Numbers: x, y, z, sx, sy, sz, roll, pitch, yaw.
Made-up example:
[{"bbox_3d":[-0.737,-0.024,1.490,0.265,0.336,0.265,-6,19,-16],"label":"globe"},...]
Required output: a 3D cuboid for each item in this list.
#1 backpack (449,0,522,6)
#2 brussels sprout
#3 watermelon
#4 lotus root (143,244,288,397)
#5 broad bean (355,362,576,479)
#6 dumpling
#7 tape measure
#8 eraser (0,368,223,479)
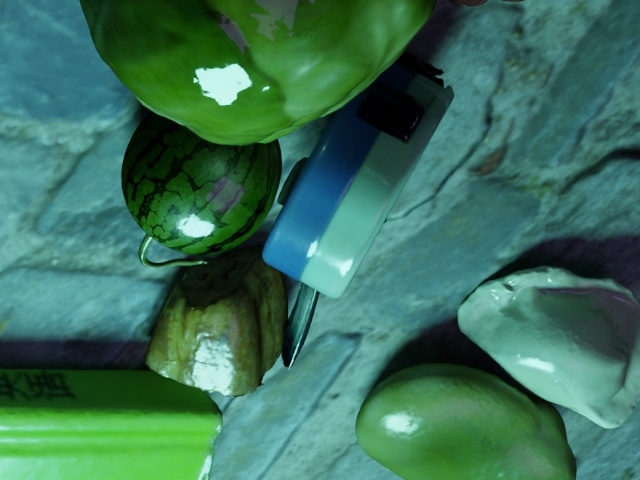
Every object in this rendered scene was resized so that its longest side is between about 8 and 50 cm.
[{"bbox_3d":[0.178,-0.305,1.630,0.229,0.139,0.229,-15,133,-16],"label":"backpack"},{"bbox_3d":[-0.058,-0.223,1.480,0.281,0.289,0.354,-23,158,-24],"label":"brussels sprout"},{"bbox_3d":[-0.115,-0.044,1.693,0.141,0.140,0.187,20,118,-38],"label":"watermelon"},{"bbox_3d":[-0.090,0.086,1.854,0.159,0.095,0.135,-14,129,-25],"label":"lotus root"},{"bbox_3d":[0.156,0.210,2.077,0.263,0.121,0.189,30,132,-26],"label":"broad bean"},{"bbox_3d":[0.264,0.099,2.038,0.229,0.124,0.151,29,97,-16],"label":"dumpling"},{"bbox_3d":[0.000,0.000,1.750,0.098,0.215,0.351,27,113,2],"label":"tape measure"},{"bbox_3d":[-0.251,0.224,1.885,0.274,0.092,0.210,2,125,-28],"label":"eraser"}]
